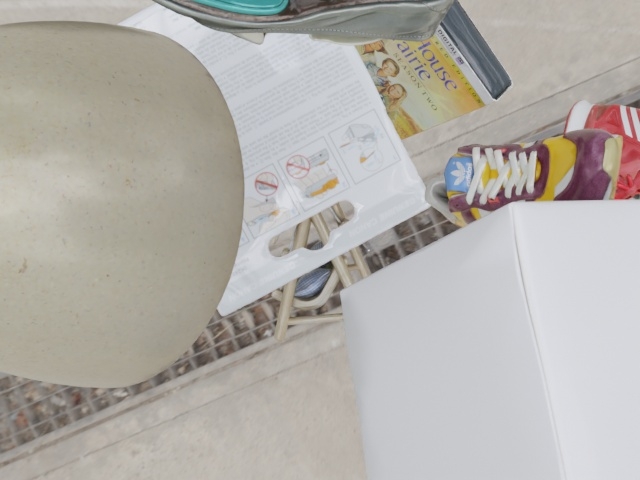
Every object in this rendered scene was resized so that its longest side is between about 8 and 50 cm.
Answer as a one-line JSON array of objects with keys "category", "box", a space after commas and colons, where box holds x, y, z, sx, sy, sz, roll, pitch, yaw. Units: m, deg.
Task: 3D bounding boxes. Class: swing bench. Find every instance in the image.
[{"category": "swing bench", "box": [0.000, 0.000, 1.473, 0.165, 0.253, 0.255, -5, 107, 5]}]

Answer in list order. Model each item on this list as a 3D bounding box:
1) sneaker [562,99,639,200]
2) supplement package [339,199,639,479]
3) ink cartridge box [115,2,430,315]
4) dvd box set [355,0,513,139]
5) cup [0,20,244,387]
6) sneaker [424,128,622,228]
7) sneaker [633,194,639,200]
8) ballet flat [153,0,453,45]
[{"category": "sneaker", "box": [0.331, -0.054, 0.991, 0.128, 0.087, 0.221, 8, 84, 36]}, {"category": "supplement package", "box": [0.186, 0.082, 0.471, 0.293, 0.177, 0.175, -2, 76, -25]}, {"category": "ink cartridge box", "box": [-0.080, -0.145, 1.105, 0.308, 0.091, 0.385, -28, 92, 0]}, {"category": "dvd box set", "box": [0.097, -0.315, 1.489, 0.062, 0.420, 0.308, -45, 105, -26]}, {"category": "cup", "box": [-0.263, -0.037, 0.709, 0.331, 0.237, 0.331, -2, 86, 35]}, {"category": "sneaker", "box": [0.131, -0.036, 0.596, 0.084, 0.185, 0.070, 16, 76, -9]}, {"category": "sneaker", "box": [0.507, -0.125, 1.287, 0.122, 0.330, 0.146, -11, 115, 0]}, {"category": "ballet flat", "box": [-0.019, -0.152, 0.559, 0.213, 0.068, 0.072, -1, 63, -11]}]
